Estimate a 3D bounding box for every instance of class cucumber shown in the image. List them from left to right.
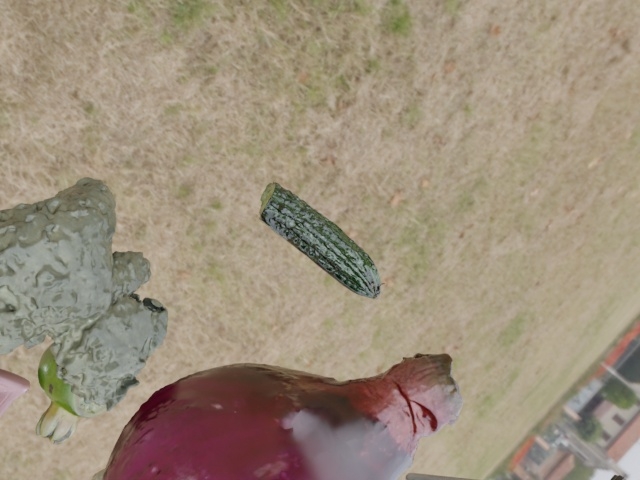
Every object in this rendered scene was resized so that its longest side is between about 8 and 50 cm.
[{"bbox_3d":[0.001,-0.001,0.999,0.077,0.265,0.077,-53,177,-4],"label":"cucumber"}]

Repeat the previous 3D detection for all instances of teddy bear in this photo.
[{"bbox_3d":[-0.421,0.102,0.982,0.357,0.225,0.367,-33,109,-45],"label":"teddy bear"}]

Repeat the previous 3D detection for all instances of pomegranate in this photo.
[{"bbox_3d":[-0.549,0.316,1.352,0.190,0.159,0.240,-14,119,-67],"label":"pomegranate"}]

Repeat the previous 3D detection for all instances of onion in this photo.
[{"bbox_3d":[-0.018,0.266,0.689,0.420,0.398,0.398,-52,152,2],"label":"onion"}]

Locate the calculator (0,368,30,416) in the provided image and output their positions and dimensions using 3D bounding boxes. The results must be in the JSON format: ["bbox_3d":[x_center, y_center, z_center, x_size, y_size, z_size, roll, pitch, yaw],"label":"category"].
[{"bbox_3d":[-0.897,0.398,1.474,0.220,0.048,0.330,-49,146,3],"label":"calculator"}]

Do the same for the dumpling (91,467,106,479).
[{"bbox_3d":[-0.531,0.650,1.516,0.118,0.136,0.199,22,134,-21],"label":"dumpling"}]

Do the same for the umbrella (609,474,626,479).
[{"bbox_3d":[0.574,0.495,1.030,0.272,0.110,0.122,28,72,-26],"label":"umbrella"}]

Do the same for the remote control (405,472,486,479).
[{"bbox_3d":[0.277,0.444,1.071,0.067,0.261,0.029,52,45,-31],"label":"remote control"}]
